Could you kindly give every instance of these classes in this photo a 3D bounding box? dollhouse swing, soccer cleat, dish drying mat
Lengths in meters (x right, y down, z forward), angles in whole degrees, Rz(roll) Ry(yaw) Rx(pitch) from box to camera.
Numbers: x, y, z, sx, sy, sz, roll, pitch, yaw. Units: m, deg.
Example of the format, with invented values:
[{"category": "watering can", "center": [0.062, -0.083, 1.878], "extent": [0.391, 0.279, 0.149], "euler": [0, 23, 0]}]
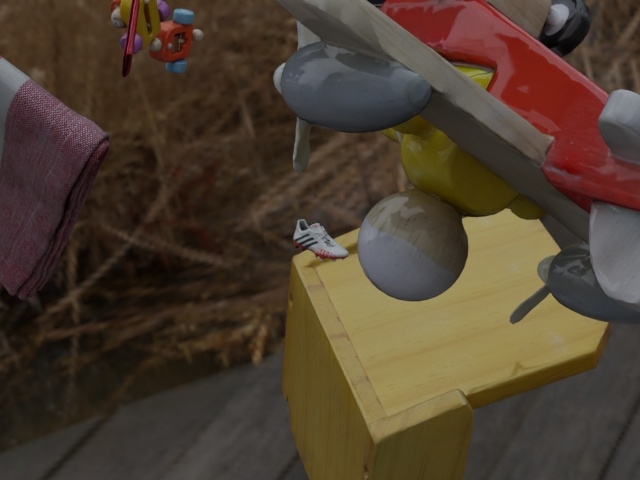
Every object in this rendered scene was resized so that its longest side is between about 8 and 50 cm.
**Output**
[{"category": "dollhouse swing", "center": [0.146, 0.170, 1.759], "extent": [0.304, 0.315, 0.347], "euler": [-6, 36, -16]}, {"category": "soccer cleat", "center": [0.000, 0.000, 1.635], "extent": [0.029, 0.036, 0.083], "euler": [-10, 22, -40]}, {"category": "dish drying mat", "center": [-0.154, -0.175, 1.181], "extent": [0.008, 0.032, 0.083], "euler": [7, 57, -7]}]

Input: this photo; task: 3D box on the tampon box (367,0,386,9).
[{"category": "tampon box", "center": [0.105, -0.238, 1.428], "extent": [0.101, 0.161, 0.120], "euler": [6, 11, 36]}]

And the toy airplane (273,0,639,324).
[{"category": "toy airplane", "center": [0.144, -0.050, 1.076], "extent": [0.272, 0.386, 0.384], "euler": [-48, -8, 10]}]

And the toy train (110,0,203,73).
[{"category": "toy train", "center": [-0.145, -0.226, 1.279], "extent": [0.046, 0.166, 0.125], "euler": [19, 26, 19]}]

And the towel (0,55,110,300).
[{"category": "towel", "center": [-0.299, -0.103, 0.957], "extent": [0.037, 0.329, 0.237], "euler": [-55, 2, -31]}]
